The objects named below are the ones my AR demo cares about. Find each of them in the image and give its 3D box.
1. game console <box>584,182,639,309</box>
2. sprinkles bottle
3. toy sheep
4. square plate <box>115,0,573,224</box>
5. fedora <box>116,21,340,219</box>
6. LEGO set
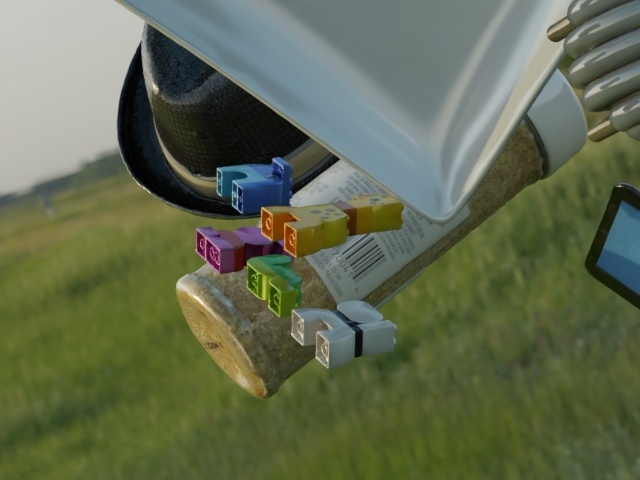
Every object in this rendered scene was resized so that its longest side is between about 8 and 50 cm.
[{"bbox_3d":[0.238,0.048,1.292,0.085,0.124,0.144,7,-27,2],"label":"game console"},{"bbox_3d":[0.052,-0.022,1.469,0.355,0.121,0.121,-38,10,-15],"label":"sprinkles bottle"},{"bbox_3d":[0.167,-0.094,0.928,0.091,0.132,0.091,-25,-3,-1],"label":"toy sheep"},{"bbox_3d":[0.036,-0.241,1.144,0.347,0.344,0.049,-56,-2,22],"label":"square plate"},{"bbox_3d":[-0.069,-0.190,1.731,0.334,0.334,0.152,-17,-32,7],"label":"fedora"},{"bbox_3d":[0.000,0.000,1.219,0.093,0.087,0.227,-8,23,-23],"label":"LEGO set"}]
